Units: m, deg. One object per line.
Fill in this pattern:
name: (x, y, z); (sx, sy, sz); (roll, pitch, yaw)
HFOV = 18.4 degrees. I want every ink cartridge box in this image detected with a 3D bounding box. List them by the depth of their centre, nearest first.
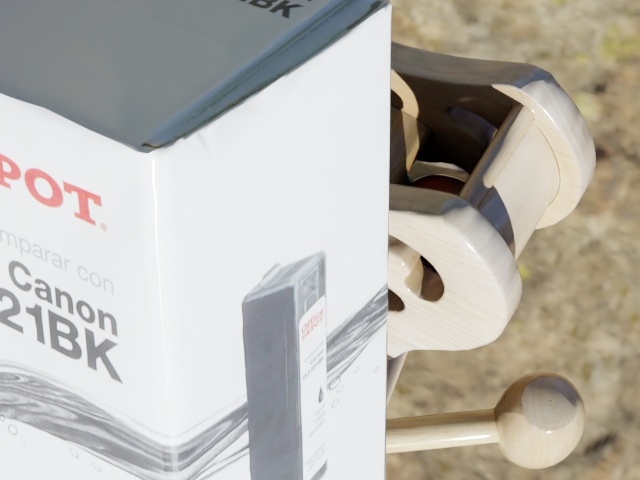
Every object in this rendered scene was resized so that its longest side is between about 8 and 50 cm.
ink cartridge box: (-0.085, 0.025, 0.665); (0.114, 0.197, 0.273); (-37, 139, -41)

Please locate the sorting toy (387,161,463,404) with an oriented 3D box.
sorting toy: (-0.028, -0.017, 0.956); (0.193, 0.038, 0.208); (35, 51, -18)

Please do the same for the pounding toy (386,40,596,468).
pounding toy: (0.000, 0.000, 0.765); (0.269, 0.154, 0.155); (33, 66, -1)
